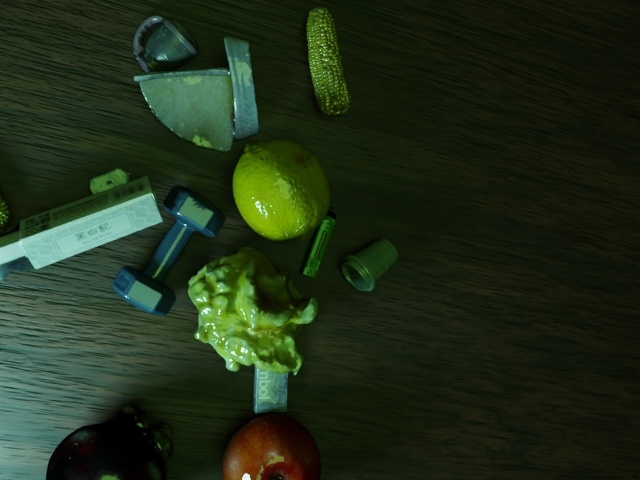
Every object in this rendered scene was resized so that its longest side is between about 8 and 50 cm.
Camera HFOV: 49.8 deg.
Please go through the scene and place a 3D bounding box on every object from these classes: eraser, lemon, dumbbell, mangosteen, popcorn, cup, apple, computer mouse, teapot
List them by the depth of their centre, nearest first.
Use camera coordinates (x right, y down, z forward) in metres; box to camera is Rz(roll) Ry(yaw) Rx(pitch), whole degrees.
[{"bbox_3d":[-0.587,-0.030,1.659,0.404,0.098,0.096,-22,130,-8],"label":"eraser"},{"bbox_3d":[-0.507,0.558,1.675,0.297,0.297,0.313,25,79,-15],"label":"mangosteen"},{"bbox_3d":[-0.401,-0.489,1.737,0.146,0.116,0.148,-43,107,2],"label":"teapot"},{"bbox_3d":[-0.178,0.184,1.744,0.335,0.279,0.274,46,79,-8],"label":"popcorn"},{"bbox_3d":[-0.383,0.027,1.752,0.160,0.144,0.324,33,85,-11],"label":"dumbbell"},{"bbox_3d":[-0.535,-0.148,1.758,0.110,0.032,0.055,-30,100,-22],"label":"computer mouse"},{"bbox_3d":[-0.100,-0.127,1.770,0.268,0.267,0.267,-1,93,-15],"label":"lemon"},{"bbox_3d":[-0.124,0.596,1.819,0.261,0.216,0.260,-2,97,-15],"label":"apple"},{"bbox_3d":[-0.135,0.364,1.888,0.092,0.046,0.212,1,93,-15],"label":"eraser"},{"bbox_3d":[0.140,0.063,1.922,0.141,0.120,0.120,-38,102,-25],"label":"cup"}]

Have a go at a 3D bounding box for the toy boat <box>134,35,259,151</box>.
[{"bbox_3d":[-0.282,-0.359,1.773,0.294,0.111,0.276,-22,121,-1],"label":"toy boat"}]

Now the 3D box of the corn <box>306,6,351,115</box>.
[{"bbox_3d":[0.019,-0.481,1.859,0.101,0.101,0.291,-10,96,-15],"label":"corn"}]

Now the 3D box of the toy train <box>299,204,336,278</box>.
[{"bbox_3d":[0.000,0.000,1.908,0.044,0.042,0.209,20,88,-16],"label":"toy train"}]

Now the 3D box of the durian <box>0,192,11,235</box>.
[{"bbox_3d":[-0.818,-0.055,1.652,0.147,0.102,0.208,-28,108,-3],"label":"durian"}]
